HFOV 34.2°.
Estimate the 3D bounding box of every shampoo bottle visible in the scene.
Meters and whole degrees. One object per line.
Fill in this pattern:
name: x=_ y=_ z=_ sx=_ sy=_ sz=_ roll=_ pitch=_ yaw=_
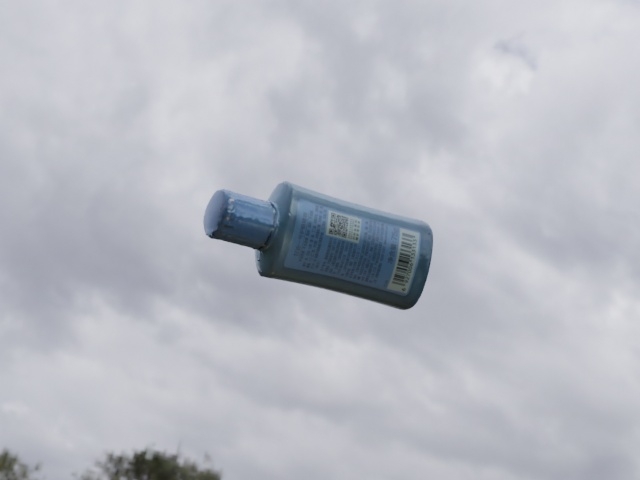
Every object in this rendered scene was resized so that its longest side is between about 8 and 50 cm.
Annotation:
shampoo bottle: x=0.000 y=0.000 z=1.099 sx=0.258 sy=0.103 sz=0.061 roll=15 pitch=-4 yaw=-31
